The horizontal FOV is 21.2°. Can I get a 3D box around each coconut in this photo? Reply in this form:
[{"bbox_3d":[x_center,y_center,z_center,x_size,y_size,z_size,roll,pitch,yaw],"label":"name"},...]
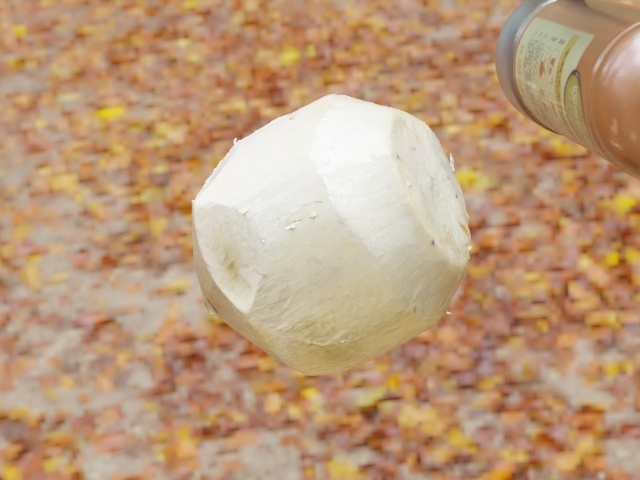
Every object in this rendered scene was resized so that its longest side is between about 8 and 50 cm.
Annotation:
[{"bbox_3d":[0.000,-0.002,1.027,0.162,0.161,0.161,-22,16,22],"label":"coconut"}]

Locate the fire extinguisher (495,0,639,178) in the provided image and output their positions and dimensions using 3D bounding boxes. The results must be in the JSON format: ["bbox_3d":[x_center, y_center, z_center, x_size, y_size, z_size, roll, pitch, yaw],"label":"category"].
[{"bbox_3d":[0.205,-0.134,1.191,0.113,0.200,0.376,-32,16,-1],"label":"fire extinguisher"}]
